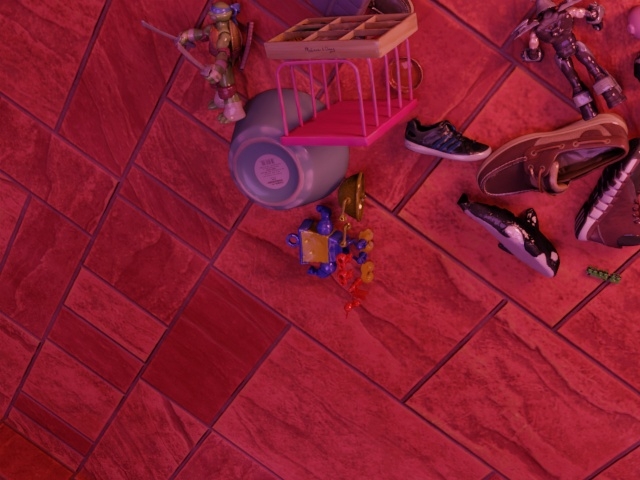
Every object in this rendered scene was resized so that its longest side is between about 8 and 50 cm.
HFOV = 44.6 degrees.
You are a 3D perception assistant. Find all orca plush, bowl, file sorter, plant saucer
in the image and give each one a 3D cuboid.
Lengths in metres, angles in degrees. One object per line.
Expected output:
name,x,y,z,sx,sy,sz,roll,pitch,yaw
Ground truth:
orca plush,0.460,-0.036,1.848,0.287,0.102,0.151,35,170,12
bowl,-0.102,-0.198,1.909,0.312,0.163,0.311,10,121,17
file sorter,0.058,-0.334,1.681,0.202,0.291,0.182,5,117,27
plant saucer,0.193,-0.378,1.778,0.084,0.013,0.083,9,120,16

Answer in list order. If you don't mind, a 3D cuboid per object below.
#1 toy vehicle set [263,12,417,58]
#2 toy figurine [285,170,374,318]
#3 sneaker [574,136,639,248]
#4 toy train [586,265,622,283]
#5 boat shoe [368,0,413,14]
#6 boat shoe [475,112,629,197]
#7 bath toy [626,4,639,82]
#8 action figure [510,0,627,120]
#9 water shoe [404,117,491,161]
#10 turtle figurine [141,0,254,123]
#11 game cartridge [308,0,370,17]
toy vehicle set,0.041,-0.413,1.581,0.267,0.166,0.035,7,125,31
toy figurine,0.000,0.000,1.974,0.217,0.191,0.362,10,123,23
sneaker,0.687,-0.090,1.707,0.163,0.106,0.281,22,134,2
toy train,0.671,0.083,1.853,0.083,0.017,0.023,17,134,12
boat shoe,0.099,-0.543,1.683,0.223,0.073,0.080,40,126,-3
boat shoe,0.500,-0.161,1.701,0.342,0.123,0.123,-18,129,26
bath toy,0.663,-0.407,1.506,0.151,0.129,0.348,-15,111,28
action figure,0.511,-0.387,1.602,0.185,0.099,0.285,-25,103,38
water shoe,0.291,-0.233,1.787,0.203,0.073,0.080,10,118,15
turtle figurine,-0.279,-0.408,1.825,0.198,0.275,0.266,17,134,31
game cartridge,-0.037,-0.607,1.622,0.355,0.068,0.230,42,164,2
